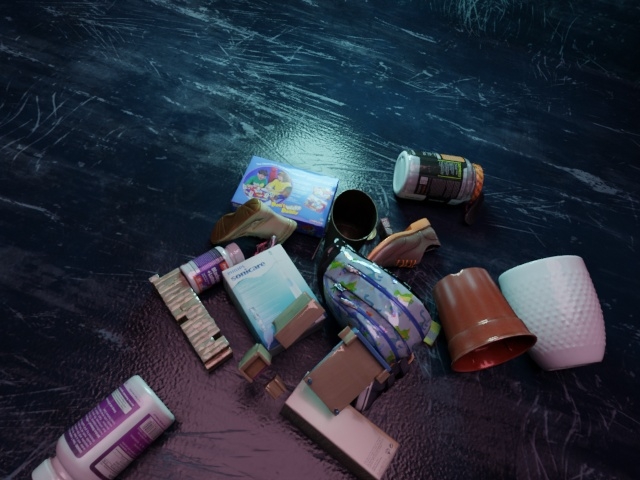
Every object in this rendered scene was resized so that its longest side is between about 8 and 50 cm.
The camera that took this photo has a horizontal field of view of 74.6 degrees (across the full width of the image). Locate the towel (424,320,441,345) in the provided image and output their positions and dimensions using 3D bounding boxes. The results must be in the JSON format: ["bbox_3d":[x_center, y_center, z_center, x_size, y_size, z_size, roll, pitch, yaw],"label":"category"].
[{"bbox_3d":[0.373,0.310,1.432,0.060,0.009,0.083,33,69,1],"label":"towel"}]

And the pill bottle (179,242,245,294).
[{"bbox_3d":[-0.351,0.086,1.381,0.193,0.108,0.108,-32,70,-24],"label":"pill bottle"}]

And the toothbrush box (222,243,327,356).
[{"bbox_3d":[-0.151,0.191,1.346,0.216,0.126,0.295,-28,69,-23],"label":"toothbrush box"}]

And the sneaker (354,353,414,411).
[{"bbox_3d":[0.212,0.389,1.299,0.127,0.126,0.321,24,57,10],"label":"sneaker"}]

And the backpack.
[{"bbox_3d":[0.156,0.195,1.251,0.355,0.290,0.273,21,58,28],"label":"backpack"}]

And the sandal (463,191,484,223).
[{"bbox_3d":[0.621,-0.132,1.722,0.040,0.067,0.179,8,49,42],"label":"sandal"}]

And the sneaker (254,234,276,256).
[{"bbox_3d":[-0.192,0.024,1.441,0.057,0.119,0.047,32,31,0],"label":"sneaker"}]

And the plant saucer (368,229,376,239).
[{"bbox_3d":[0.170,-0.035,1.603,0.083,0.015,0.083,5,60,-8],"label":"plant saucer"}]

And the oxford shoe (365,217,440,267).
[{"bbox_3d":[0.292,0.046,1.517,0.364,0.130,0.132,-29,75,-24],"label":"oxford shoe"}]

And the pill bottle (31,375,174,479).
[{"bbox_3d":[-0.542,0.507,1.065,0.169,0.169,0.301,42,61,14],"label":"pill bottle"}]

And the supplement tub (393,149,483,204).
[{"bbox_3d":[0.465,-0.248,1.678,0.316,0.193,0.193,7,59,-6],"label":"supplement tub"}]

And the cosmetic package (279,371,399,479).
[{"bbox_3d":[0.044,0.522,1.173,0.309,0.160,0.113,37,59,10],"label":"cosmetic package"}]

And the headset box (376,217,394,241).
[{"bbox_3d":[0.243,-0.040,1.592,0.032,0.062,0.083,-11,64,-17],"label":"headset box"}]

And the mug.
[{"bbox_3d":[0.816,0.261,1.429,0.374,0.276,0.328,13,59,-39],"label":"mug"}]

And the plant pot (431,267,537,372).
[{"bbox_3d":[0.506,0.250,1.373,0.272,0.272,0.265,-5,53,-13],"label":"plant pot"}]

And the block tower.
[{"bbox_3d":[-0.398,0.237,1.296,0.097,0.091,0.335,-33,71,-26],"label":"block tower"}]

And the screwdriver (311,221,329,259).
[{"bbox_3d":[0.000,0.000,1.552,0.025,0.024,0.170,14,61,33],"label":"screwdriver"}]

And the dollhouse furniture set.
[{"bbox_3d":[-0.014,0.335,1.147,0.286,0.198,0.303,-43,94,-7],"label":"dollhouse furniture set"}]

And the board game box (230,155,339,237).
[{"bbox_3d":[-0.126,-0.167,1.575,0.347,0.078,0.233,16,59,4],"label":"board game box"}]

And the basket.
[{"bbox_3d":[0.094,-0.033,1.464,0.154,0.227,0.204,11,60,-5],"label":"basket"}]

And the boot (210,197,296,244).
[{"bbox_3d":[-0.235,-0.033,1.465,0.203,0.262,0.095,27,41,-44],"label":"boot"}]
